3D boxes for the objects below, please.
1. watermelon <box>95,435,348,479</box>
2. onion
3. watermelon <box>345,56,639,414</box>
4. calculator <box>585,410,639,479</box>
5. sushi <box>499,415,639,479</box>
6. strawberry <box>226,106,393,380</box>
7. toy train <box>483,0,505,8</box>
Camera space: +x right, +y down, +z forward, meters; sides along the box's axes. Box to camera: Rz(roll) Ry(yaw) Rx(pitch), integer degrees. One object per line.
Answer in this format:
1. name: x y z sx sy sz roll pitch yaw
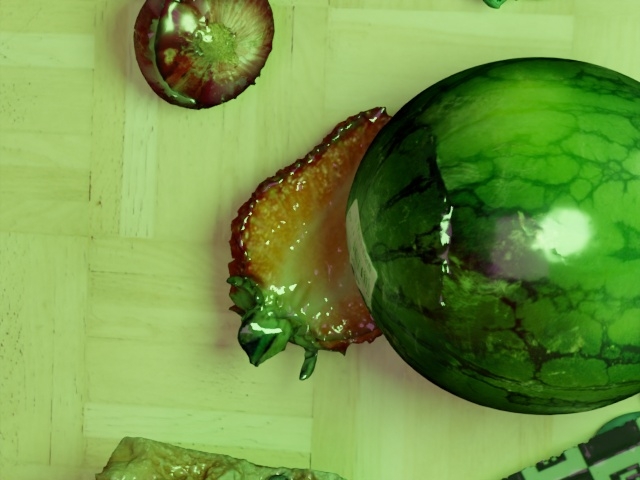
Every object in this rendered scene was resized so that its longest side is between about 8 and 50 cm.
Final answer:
1. watermelon: -0.080 0.286 1.776 0.264 0.302 0.151 10 58 11
2. onion: -0.131 -0.215 1.801 0.150 0.140 0.150 -13 117 -25
3. watermelon: 0.204 -0.006 1.627 0.363 0.363 0.363 1 94 10
4. calculator: 0.354 0.273 1.765 0.188 0.042 0.302 4 98 11
5. sushi: 0.362 0.347 1.719 0.343 0.064 0.359 -25 92 13
6. strawberry: 0.000 0.000 1.786 0.188 0.106 0.286 32 85 -16
7. toy train: 0.225 -0.346 1.726 0.248 0.101 0.159 -44 72 9
